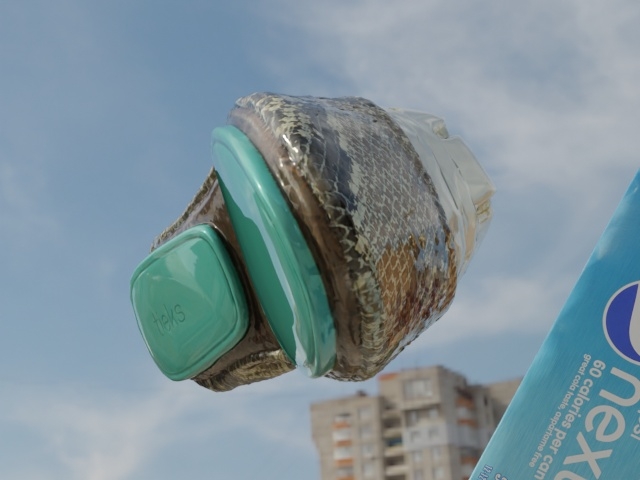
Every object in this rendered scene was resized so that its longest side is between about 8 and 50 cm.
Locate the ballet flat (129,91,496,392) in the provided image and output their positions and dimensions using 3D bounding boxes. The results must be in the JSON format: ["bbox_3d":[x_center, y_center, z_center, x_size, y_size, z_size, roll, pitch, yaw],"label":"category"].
[{"bbox_3d":[0.000,0.000,0.733,0.182,0.164,0.483,-21,-4,-18],"label":"ballet flat"}]

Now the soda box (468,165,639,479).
[{"bbox_3d":[0.112,0.075,0.469,0.067,0.210,0.071,26,-18,21],"label":"soda box"}]
